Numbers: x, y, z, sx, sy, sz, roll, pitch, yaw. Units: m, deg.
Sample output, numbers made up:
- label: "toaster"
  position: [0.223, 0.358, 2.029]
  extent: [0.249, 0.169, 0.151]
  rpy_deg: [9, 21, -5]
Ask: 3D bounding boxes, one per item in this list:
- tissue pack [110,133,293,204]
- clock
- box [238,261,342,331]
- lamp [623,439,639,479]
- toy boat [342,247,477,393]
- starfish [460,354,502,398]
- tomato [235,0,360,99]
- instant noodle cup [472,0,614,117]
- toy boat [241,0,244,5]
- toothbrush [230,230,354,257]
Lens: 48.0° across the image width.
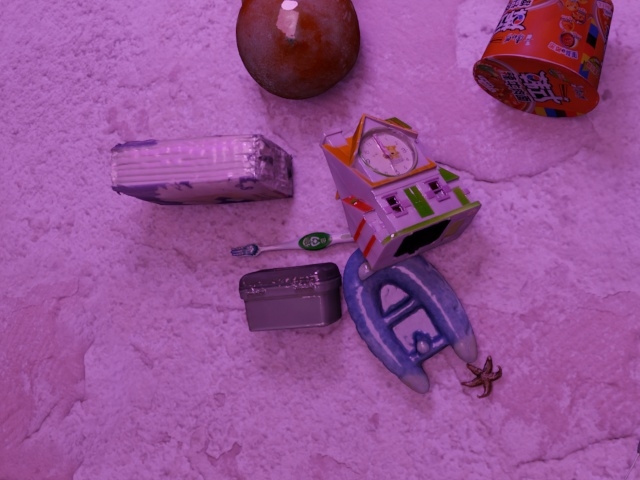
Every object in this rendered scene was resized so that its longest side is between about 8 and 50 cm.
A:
- label: "tissue pack"
  position: [-0.248, -0.149, 1.573]
  extent: [0.344, 0.242, 0.125]
  rpy_deg: [-1, 84, 16]
- label: "clock"
  position: [0.136, -0.126, 1.468]
  extent: [0.235, 0.166, 0.309]
  rpy_deg: [-21, 66, -25]
- label: "box"
  position: [-0.061, 0.122, 1.546]
  extent: [0.210, 0.148, 0.129]
  rpy_deg: [-6, 91, 18]
- label: "lamp"
  position: [0.573, 0.445, 1.377]
  extent: [0.056, 0.050, 0.198]
  rpy_deg: [25, 93, 19]
- label: "toy boat"
  position: [0.171, 0.148, 1.486]
  extent: [0.215, 0.123, 0.330]
  rpy_deg: [-33, 78, 13]
- label: "starfish"
  position: [0.331, 0.281, 1.475]
  extent: [0.091, 0.028, 0.078]
  rpy_deg: [-27, 73, 15]
- label: "tomato"
  position: [-0.048, -0.433, 1.529]
  extent: [0.270, 0.222, 0.270]
  rpy_deg: [0, 106, 0]
- label: "instant noodle cup"
  position: [0.443, -0.380, 1.400]
  extent: [0.250, 0.250, 0.192]
  rpy_deg: [18, 82, 17]
- label: "toy boat"
  position: [-0.151, -0.544, 1.664]
  extent: [0.057, 0.077, 0.200]
  rpy_deg: [-9, 83, 17]
- label: "toothbrush"
  position: [0.001, 0.000, 1.597]
  extent: [0.418, 0.040, 0.042]
  rpy_deg: [-7, 85, 11]
